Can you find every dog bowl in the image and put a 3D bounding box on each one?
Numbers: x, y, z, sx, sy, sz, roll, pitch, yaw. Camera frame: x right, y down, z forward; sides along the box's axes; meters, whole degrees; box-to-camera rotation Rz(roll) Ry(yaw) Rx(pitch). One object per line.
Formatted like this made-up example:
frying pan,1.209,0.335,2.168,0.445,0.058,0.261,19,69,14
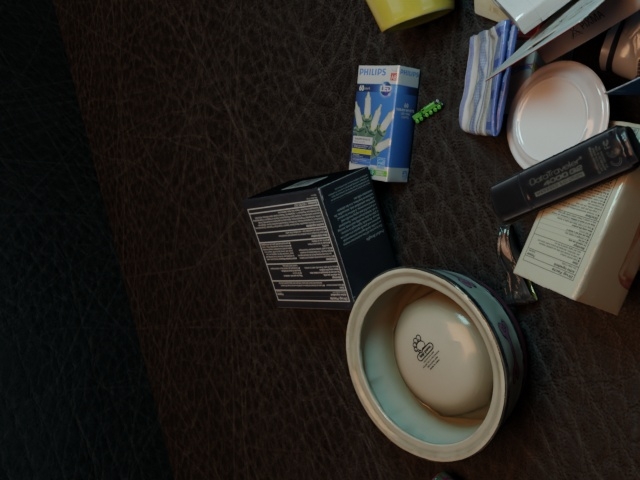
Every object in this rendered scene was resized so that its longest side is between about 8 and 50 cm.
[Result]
dog bowl,0.250,0.245,1.454,0.408,0.150,0.408,12,107,44

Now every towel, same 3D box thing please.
towel,0.316,-0.307,1.326,0.285,0.034,0.209,-86,2,-79

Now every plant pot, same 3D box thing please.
plant pot,0.175,-0.580,1.454,0.254,0.254,0.239,-9,101,48

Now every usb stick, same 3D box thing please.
usb stick,0.393,-0.103,1.134,0.278,0.045,0.077,-29,76,52

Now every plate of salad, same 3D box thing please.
plate of salad,0.405,-0.204,1.177,0.199,0.048,0.200,0,90,53

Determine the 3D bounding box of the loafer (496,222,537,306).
loafer,0.395,0.047,1.377,0.061,0.062,0.170,-8,96,39

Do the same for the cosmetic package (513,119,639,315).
cosmetic package,0.470,-0.044,1.162,0.153,0.129,0.296,34,103,59

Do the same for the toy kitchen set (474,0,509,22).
toy kitchen set,0.396,-0.551,1.332,0.122,0.166,0.207,41,158,39

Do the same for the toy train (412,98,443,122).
toy train,0.240,-0.291,1.546,0.083,0.017,0.024,-29,99,45

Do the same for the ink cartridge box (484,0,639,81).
ink cartridge box,0.409,-0.338,1.061,0.060,0.239,0.275,47,167,-7

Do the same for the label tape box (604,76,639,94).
label tape box,0.599,-0.316,0.982,0.333,0.240,0.106,-17,86,47

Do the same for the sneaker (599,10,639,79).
sneaker,0.557,-0.390,1.159,0.094,0.090,0.235,26,116,30

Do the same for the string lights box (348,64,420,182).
string lights box,0.147,-0.273,1.611,0.133,0.076,0.260,15,104,47

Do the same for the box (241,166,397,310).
box,0.000,0.000,1.666,0.296,0.182,0.294,-3,108,48

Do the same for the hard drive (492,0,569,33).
hard drive,0.436,-0.514,1.141,0.353,0.047,0.233,-36,39,17

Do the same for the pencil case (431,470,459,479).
pencil case,0.308,0.573,1.496,0.151,0.064,0.070,34,101,42

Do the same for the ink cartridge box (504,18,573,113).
ink cartridge box,0.402,-0.317,1.288,0.072,0.127,0.175,20,107,46
